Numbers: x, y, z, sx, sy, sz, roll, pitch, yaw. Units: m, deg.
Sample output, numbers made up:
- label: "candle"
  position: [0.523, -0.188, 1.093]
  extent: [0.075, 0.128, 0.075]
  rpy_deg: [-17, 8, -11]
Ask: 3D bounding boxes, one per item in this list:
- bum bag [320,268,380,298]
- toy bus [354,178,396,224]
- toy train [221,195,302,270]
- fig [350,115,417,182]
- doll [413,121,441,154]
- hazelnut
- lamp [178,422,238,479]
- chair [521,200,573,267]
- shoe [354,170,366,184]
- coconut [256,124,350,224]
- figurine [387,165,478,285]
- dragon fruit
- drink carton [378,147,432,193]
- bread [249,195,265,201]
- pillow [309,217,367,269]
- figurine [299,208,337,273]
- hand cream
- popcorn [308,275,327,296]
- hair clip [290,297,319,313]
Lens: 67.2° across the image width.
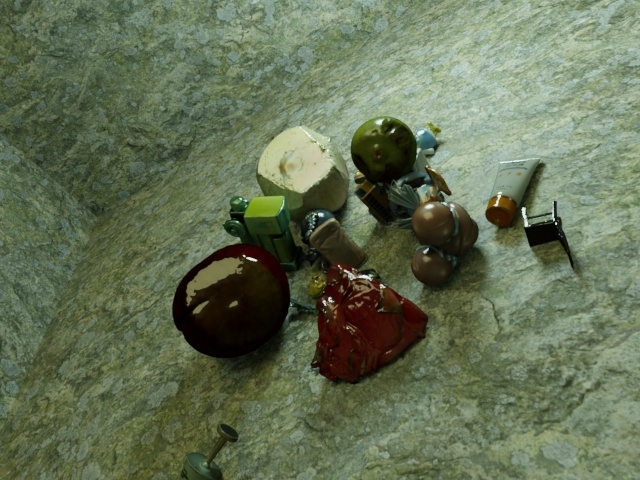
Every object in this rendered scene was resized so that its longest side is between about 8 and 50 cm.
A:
- label: "bum bag"
  position: [0.107, 0.152, 1.676]
  extent: [0.233, 0.060, 0.106]
  rpy_deg: [-17, 34, 29]
- label: "toy bus"
  position: [0.219, -0.144, 1.820]
  extent: [0.103, 0.182, 0.091]
  rpy_deg: [-46, 34, 4]
- label: "toy train"
  position: [-0.225, -0.014, 1.931]
  extent: [0.253, 0.397, 0.160]
  rpy_deg: [0, 44, 16]
- label: "fig"
  position: [0.232, -0.333, 1.743]
  extent: [0.239, 0.239, 0.271]
  rpy_deg: [-26, 11, 19]
- label: "doll"
  position: [0.398, -0.388, 2.011]
  extent: [0.241, 0.135, 0.099]
  rpy_deg: [-43, 6, -9]
- label: "hazelnut"
  position: [-0.300, 0.223, 1.727]
  extent: [0.429, 0.402, 0.402]
  rpy_deg: [-50, 35, -12]
- label: "lamp"
  position: [-0.337, 0.657, 1.440]
  extent: [0.214, 0.121, 0.121]
  rpy_deg: [-57, 35, -3]
- label: "chair"
  position: [0.633, -0.006, 1.352]
  extent: [0.102, 0.084, 0.212]
  rpy_deg: [-14, 41, 27]
- label: "shoe"
  position: [0.199, -0.286, 2.097]
  extent: [0.109, 0.072, 0.069]
  rpy_deg: [-25, 41, 20]
- label: "coconut"
  position: [-0.061, -0.261, 2.088]
  extent: [0.405, 0.404, 0.404]
  rpy_deg: [-25, 36, 20]
- label: "figurine"
  position: [0.350, -0.069, 1.559]
  extent: [0.248, 0.276, 0.388]
  rpy_deg: [-17, 35, -10]
- label: "dragon fruit"
  position: [0.105, 0.254, 1.413]
  extent: [0.329, 0.228, 0.286]
  rpy_deg: [-49, 36, -18]
- label: "drink carton"
  position: [0.315, -0.272, 1.916]
  extent: [0.222, 0.134, 0.101]
  rpy_deg: [-2, 50, 42]
- label: "bread"
  position: [-0.302, -0.150, 2.426]
  extent: [0.188, 0.065, 0.149]
  rpy_deg: [-20, 48, 21]
- label: "pillow"
  position: [0.064, 0.027, 1.760]
  extent: [0.135, 0.211, 0.034]
  rpy_deg: [-40, 0, 1]
- label: "figurine"
  position: [0.006, -0.011, 1.882]
  extent: [0.175, 0.197, 0.265]
  rpy_deg: [-5, 28, -14]
- label: "hand cream"
  position: [0.626, -0.178, 1.569]
  extent: [0.140, 0.089, 0.314]
  rpy_deg: [-4, 39, 38]
- label: "popcorn"
  position: [-0.002, 0.169, 1.772]
  extent: [0.084, 0.084, 0.084]
  rpy_deg: [-25, 36, 20]
- label: "hair clip"
  position: [-0.043, 0.238, 1.735]
  extent: [0.173, 0.049, 0.049]
  rpy_deg: [6, 53, 40]
